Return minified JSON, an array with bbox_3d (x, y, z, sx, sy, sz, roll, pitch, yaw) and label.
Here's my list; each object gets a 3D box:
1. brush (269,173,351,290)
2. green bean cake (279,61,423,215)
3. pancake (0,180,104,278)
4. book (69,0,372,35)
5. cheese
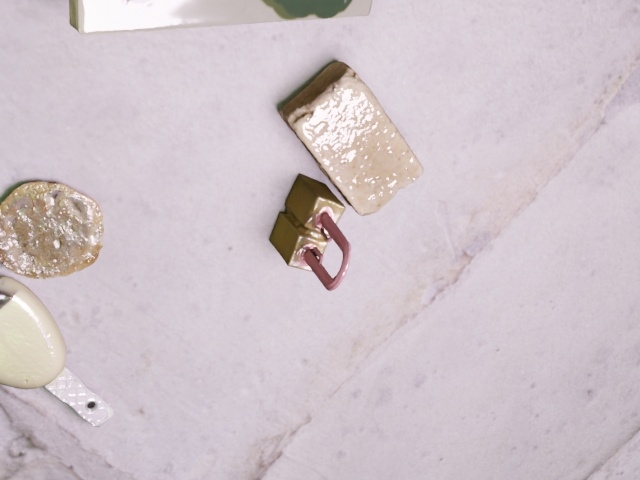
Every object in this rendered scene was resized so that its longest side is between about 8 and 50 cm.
[{"bbox_3d":[0.000,0.000,1.081,0.047,0.233,0.103,19,103,-22],"label":"brush"},{"bbox_3d":[0.040,-0.128,1.125,0.109,0.085,0.179,-37,119,1],"label":"green bean cake"},{"bbox_3d":[-0.339,-0.012,1.086,0.139,0.022,0.140,-6,114,-14],"label":"pancake"},{"bbox_3d":[-0.089,-0.361,0.939,0.370,0.043,0.261,-13,124,-30],"label":"book"},{"bbox_3d":[-0.365,0.162,1.134,0.127,0.054,0.251,-39,118,1],"label":"cheese"}]
